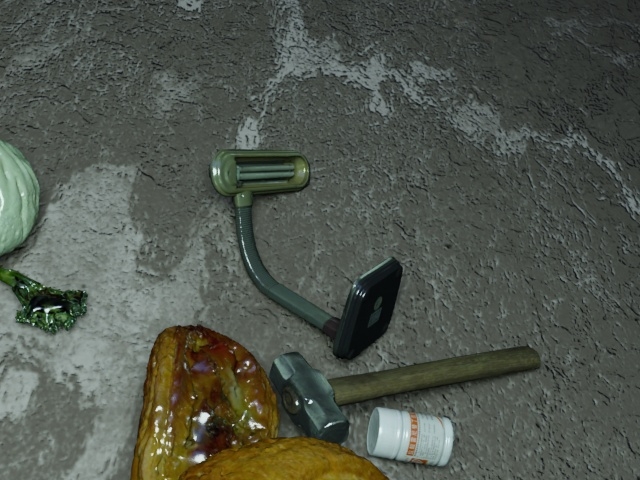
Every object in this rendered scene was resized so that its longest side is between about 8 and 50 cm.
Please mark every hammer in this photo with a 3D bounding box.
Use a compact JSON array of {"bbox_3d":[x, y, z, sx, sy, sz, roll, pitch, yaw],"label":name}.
[{"bbox_3d":[0.122,0.160,0.953,0.365,0.043,0.111,-4,36,-32],"label":"hammer"}]

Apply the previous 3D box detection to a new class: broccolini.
[{"bbox_3d":[-0.388,0.039,0.948,0.254,0.071,0.057,24,90,10],"label":"broccolini"}]

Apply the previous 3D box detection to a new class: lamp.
[{"bbox_3d":[-0.004,0.004,1.041,0.283,0.124,0.203,42,36,18],"label":"lamp"}]

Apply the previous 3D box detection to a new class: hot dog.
[{"bbox_3d":[-0.126,0.189,0.861,0.160,0.099,0.227,25,45,-36],"label":"hot dog"}]

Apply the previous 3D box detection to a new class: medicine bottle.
[{"bbox_3d":[0.103,0.225,0.932,0.089,0.057,0.057,11,54,-7],"label":"medicine bottle"}]

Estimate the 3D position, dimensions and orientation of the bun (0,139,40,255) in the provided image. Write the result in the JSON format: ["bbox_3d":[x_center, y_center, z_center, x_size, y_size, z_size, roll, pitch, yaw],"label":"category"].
[{"bbox_3d":[-0.425,-0.067,0.918,0.212,0.126,0.204,-8,42,-35],"label":"bun"}]

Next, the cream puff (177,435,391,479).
[{"bbox_3d":[-0.040,0.318,0.717,0.303,0.212,0.303,24,58,-44],"label":"cream puff"}]
